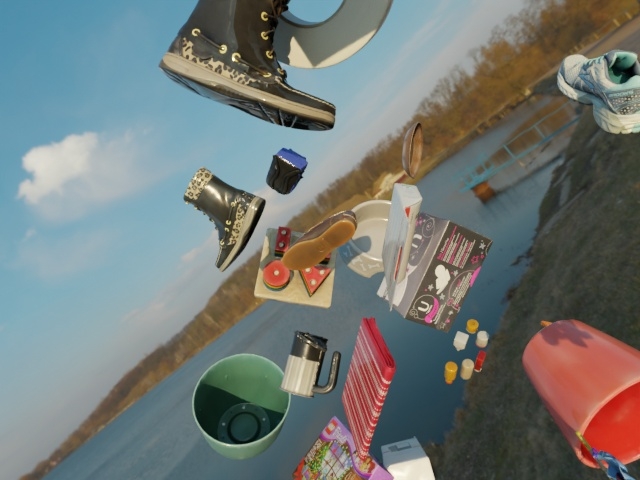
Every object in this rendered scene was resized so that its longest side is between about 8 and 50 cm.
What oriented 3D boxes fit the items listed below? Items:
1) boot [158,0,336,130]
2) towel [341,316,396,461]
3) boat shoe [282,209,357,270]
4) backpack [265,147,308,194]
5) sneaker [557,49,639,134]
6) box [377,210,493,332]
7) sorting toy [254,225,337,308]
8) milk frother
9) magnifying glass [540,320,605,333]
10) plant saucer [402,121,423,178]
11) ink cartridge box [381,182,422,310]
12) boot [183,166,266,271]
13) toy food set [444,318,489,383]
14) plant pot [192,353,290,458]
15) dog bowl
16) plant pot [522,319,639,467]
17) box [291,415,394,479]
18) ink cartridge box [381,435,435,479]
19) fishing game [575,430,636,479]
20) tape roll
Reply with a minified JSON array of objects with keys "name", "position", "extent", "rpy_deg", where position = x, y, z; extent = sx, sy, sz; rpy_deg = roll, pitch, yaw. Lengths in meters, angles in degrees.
[{"name":"boot","position":[-0.113,-0.410,0.877],"extent":[0.138,0.378,0.284],"rpy_deg":[95,-165,-88]},{"name":"towel","position":[0.109,0.343,0.991],"extent":[0.199,0.031,0.274],"rpy_deg":[-111,30,-64]},{"name":"boat shoe","position":[0.000,0.000,0.988],"extent":[0.207,0.073,0.073],"rpy_deg":[-29,25,22]},{"name":"backpack","position":[-0.096,-0.199,1.228],"extent":[0.101,0.098,0.120],"rpy_deg":[-49,-8,-51]},{"name":"sneaker","position":[0.596,-0.341,0.864],"extent":[0.110,0.122,0.283],"rpy_deg":[-12,43,4]},{"name":"box","position":[0.270,0.068,1.032],"extent":[0.247,0.142,0.163],"rpy_deg":[-66,22,6]},{"name":"sorting toy","position":[-0.075,0.080,1.420],"extent":[0.089,0.257,0.255],"rpy_deg":[107,172,-65]},{"name":"milk frother","position":[-0.035,0.272,0.923],"extent":[0.129,0.134,0.143],"rpy_deg":[4,-17,35]},{"name":"magnifying glass","position":[0.914,0.329,1.514],"extent":[0.026,0.092,0.231],"rpy_deg":[-54,27,-15]},{"name":"plant saucer","position":[0.327,-0.321,1.495],"extent":[0.036,0.198,0.198],"rpy_deg":[9,24,25]},{"name":"ink cartridge box","position":[0.165,0.007,0.824],"extent":[0.224,0.056,0.181],"rpy_deg":[-87,3,-64]},{"name":"boot","position":[-0.255,-0.050,1.034],"extent":[0.236,0.179,0.085],"rpy_deg":[-57,1,30]},{"name":"toy food set","position":[0.519,0.402,1.475],"extent":[0.232,0.111,0.104],"rpy_deg":[-53,-31,-35]},{"name":"plant pot","position":[-0.246,0.554,1.343],"extent":[0.293,0.293,0.235],"rpy_deg":[-39,-31,-38]},{"name":"dog bowl","position":[0.240,-0.016,1.636],"extent":[0.349,0.349,0.102],"rpy_deg":[-39,-26,-26]},{"name":"plant pot","position":[0.630,0.330,0.972],"extent":[0.275,0.275,0.243],"rpy_deg":[-39,26,6]},{"name":"box","position":[0.041,0.588,1.043],"extent":[0.201,0.057,0.293],"rpy_deg":[-51,13,-13]},{"name":"ink cartridge box","position":[0.250,0.678,1.151],"extent":[0.119,0.207,0.353],"rpy_deg":[-15,-18,3]},{"name":"fishing game","position":[0.484,0.403,0.614],"extent":[0.041,0.189,0.264],"rpy_deg":[-39,16,3]},{"name":"tape roll","position":[-0.025,-0.589,0.926],"extent":[0.392,0.392,0.072],"rpy_deg":[-40,14,34]}]
